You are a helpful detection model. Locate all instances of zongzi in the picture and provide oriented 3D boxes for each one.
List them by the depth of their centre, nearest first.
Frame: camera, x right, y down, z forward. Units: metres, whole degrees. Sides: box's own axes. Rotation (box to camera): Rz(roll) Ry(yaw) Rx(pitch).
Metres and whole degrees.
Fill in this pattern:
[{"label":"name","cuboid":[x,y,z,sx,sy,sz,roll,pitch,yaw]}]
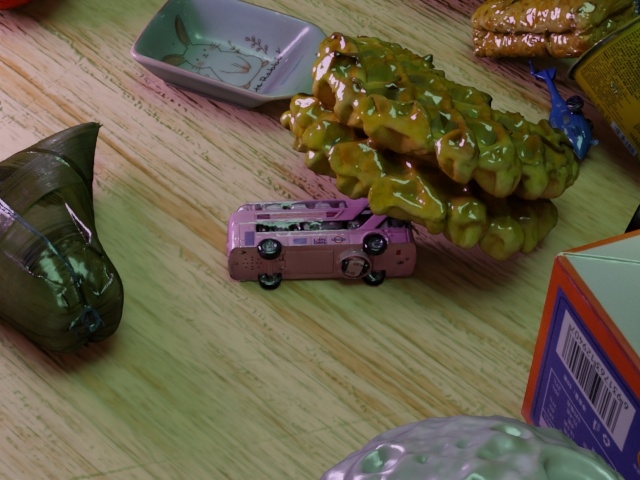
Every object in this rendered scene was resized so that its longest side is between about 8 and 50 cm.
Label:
[{"label":"zongzi","cuboid":[-0.256,-0.014,1.559,0.251,0.125,0.274,32,47,26]}]

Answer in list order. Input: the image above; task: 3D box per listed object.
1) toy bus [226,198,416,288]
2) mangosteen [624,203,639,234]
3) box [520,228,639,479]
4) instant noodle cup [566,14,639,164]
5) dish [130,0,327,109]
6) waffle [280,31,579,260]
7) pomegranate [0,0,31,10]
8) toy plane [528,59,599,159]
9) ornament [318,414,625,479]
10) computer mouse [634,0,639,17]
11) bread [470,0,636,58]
[{"label":"toy bus","cuboid":[0.000,0.000,1.597,0.203,0.063,0.090,-1,46,-3]},{"label":"mangosteen","cuboid":[0.395,-0.006,1.563,0.137,0.151,0.137,13,50,-16]},{"label":"box","cuboid":[0.406,0.171,1.327,0.318,0.257,0.349,-15,49,-19]},{"label":"instant noodle cup","cuboid":[0.397,-0.176,1.702,0.182,0.182,0.144,-24,79,-23]},{"label":"dish","cuboid":[-0.098,-0.216,1.792,0.234,0.064,0.154,18,49,15]},{"label":"waffle","cuboid":[0.115,-0.110,1.601,0.324,0.151,0.261,30,16,27]},{"label":"pomegranate","cuboid":[-0.413,-0.390,1.849,0.235,0.210,0.210,-10,38,33]},{"label":"toy plane","cuboid":[0.286,-0.155,1.771,0.062,0.054,0.167,-22,47,11]},{"label":"ornament","cuboid":[0.116,0.299,1.148,0.337,0.337,0.337,2,47,-2]},{"label":"computer mouse","cuboid":[0.393,-0.295,1.882,0.192,0.062,0.106,27,36,21]},{"label":"bread","cuboid":[0.280,-0.270,1.798,0.114,0.083,0.211,-33,23,-33]}]
